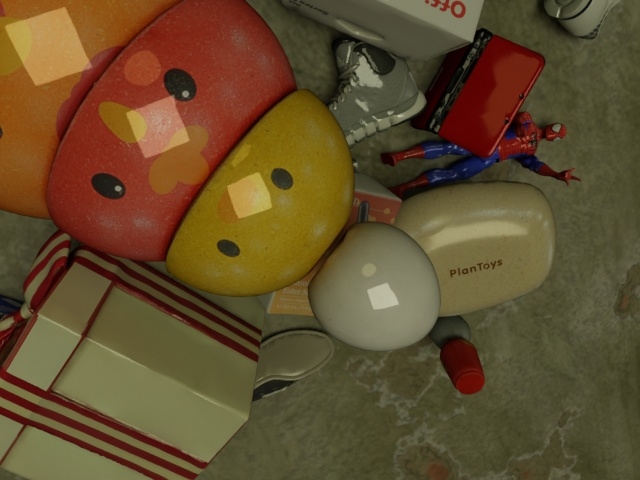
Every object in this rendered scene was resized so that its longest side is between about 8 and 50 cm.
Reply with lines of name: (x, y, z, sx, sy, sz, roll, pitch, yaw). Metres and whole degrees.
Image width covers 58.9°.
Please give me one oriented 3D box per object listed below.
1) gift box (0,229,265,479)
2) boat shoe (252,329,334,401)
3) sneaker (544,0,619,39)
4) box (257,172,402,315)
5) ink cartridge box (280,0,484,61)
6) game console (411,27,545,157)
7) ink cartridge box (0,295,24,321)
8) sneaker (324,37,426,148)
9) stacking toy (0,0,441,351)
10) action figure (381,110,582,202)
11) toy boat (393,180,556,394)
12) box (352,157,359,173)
gift box: (-0.239, 0.130, 0.670, 0.258, 0.276, 0.255, 32, 110, -18)
boat shoe: (-0.078, 0.196, 0.859, 0.206, 0.075, 0.065, -21, 156, -14)
sneaker: (0.397, -0.399, 0.776, 0.094, 0.090, 0.235, 17, 107, -33)
box: (0.000, 0.000, 0.702, 0.130, 0.091, 0.171, 8, 113, -30)
ink cartridge box: (0.097, -0.381, 0.638, 0.211, 0.121, 0.289, 14, 92, -21)
game console: (0.202, -0.194, 0.753, 0.085, 0.124, 0.144, 27, 99, -13)
ink cartridge box: (-0.465, 0.164, 0.733, 0.097, 0.046, 0.207, 23, 101, -20)
sneaker: (0.020, -0.188, 0.740, 0.228, 0.086, 0.132, -28, 108, -15)
stacking toy: (-0.084, -0.071, 0.523, 0.479, 0.350, 0.351, 35, 97, 1)
action figure: (0.243, -0.115, 0.795, 0.280, 0.139, 0.092, -18, 113, -12)
toy boat: (0.189, 0.061, 0.809, 0.267, 0.148, 0.318, -8, 119, 1)
box: (-0.052, -0.005, 0.787, 0.230, 0.056, 0.183, -14, 112, -11)
